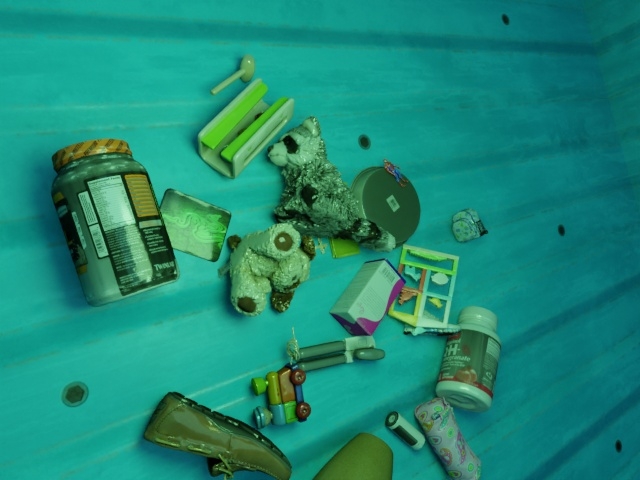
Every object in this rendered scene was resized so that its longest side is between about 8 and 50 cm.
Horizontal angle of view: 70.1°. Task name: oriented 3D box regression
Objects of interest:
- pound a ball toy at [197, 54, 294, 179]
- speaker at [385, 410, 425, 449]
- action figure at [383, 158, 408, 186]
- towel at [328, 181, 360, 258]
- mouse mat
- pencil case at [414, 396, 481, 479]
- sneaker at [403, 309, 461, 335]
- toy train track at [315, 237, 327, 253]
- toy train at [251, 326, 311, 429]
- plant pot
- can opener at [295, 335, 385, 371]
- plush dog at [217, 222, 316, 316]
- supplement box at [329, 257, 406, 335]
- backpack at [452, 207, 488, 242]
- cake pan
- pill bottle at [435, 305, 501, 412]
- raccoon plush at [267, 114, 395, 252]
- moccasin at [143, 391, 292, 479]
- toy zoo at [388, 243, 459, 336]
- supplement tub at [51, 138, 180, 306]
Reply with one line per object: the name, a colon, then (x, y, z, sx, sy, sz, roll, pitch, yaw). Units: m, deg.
pound a ball toy: (-0.223, -0.345, 1.285, 0.208, 0.136, 0.319, 33, 64, 6)
speaker: (0.267, 0.599, 1.435, 0.136, 0.055, 0.055, 45, 62, -17)
action figure: (0.249, -0.230, 1.524, 0.115, 0.030, 0.038, 43, 68, -15)
towel: (0.062, -0.067, 1.444, 0.102, 0.021, 0.238, -10, 87, -25)
mouse mat: (-0.340, -0.040, 1.213, 0.189, 0.007, 0.153, 22, 71, -27)
pencil case: (0.415, 0.648, 1.476, 0.124, 0.124, 0.284, -33, 99, -31)
sneaker: (0.371, 0.272, 1.515, 0.190, 0.071, 0.083, 3, 65, 0)
toy train track: (0.000, 0.000, 1.405, 0.048, 0.014, 0.084, -14, 88, -32)
toy train: (-0.121, 0.368, 1.218, 0.143, 0.105, 0.248, -7, 85, -26)
plant pot: (0.094, 0.665, 1.240, 0.237, 0.237, 0.254, 52, 47, -13)
can opener: (0.058, 0.330, 1.342, 0.280, 0.093, 0.074, -3, 84, -26)
plush dog: (-0.127, 0.069, 1.247, 0.225, 0.210, 0.263, 25, 97, -40)
supplement box: (0.147, 0.174, 1.405, 0.111, 0.113, 0.220, 48, 60, -16)
backpack: (0.540, -0.056, 1.685, 0.084, 0.105, 0.115, -21, 87, -33)
cake pan: (0.226, -0.115, 1.537, 0.292, 0.054, 0.294, 6, 78, -30)
pill bottle: (0.507, 0.390, 1.534, 0.176, 0.176, 0.319, 38, 56, -20)
raccoon plush: (0.032, -0.157, 1.374, 0.446, 0.216, 0.300, 28, 59, -39)
moccasin: (-0.237, 0.508, 1.102, 0.380, 0.139, 0.147, 35, 72, -24)
toy zoo: (0.337, 0.170, 1.504, 0.192, 0.030, 0.294, 13, 71, 10)
supplement tub: (-0.462, -0.039, 1.022, 0.207, 0.207, 0.338, -18, 90, -32)
